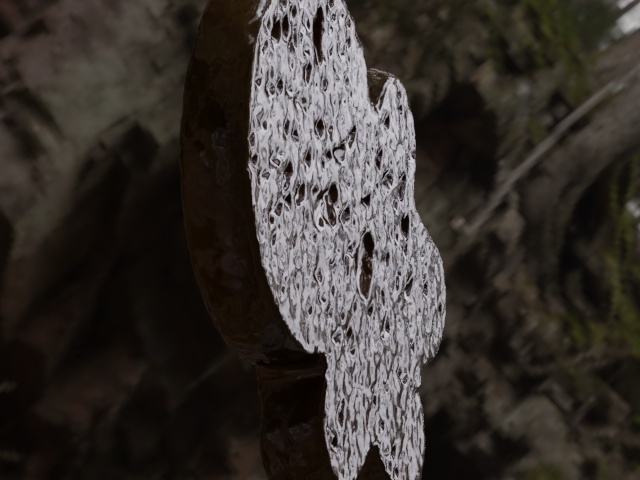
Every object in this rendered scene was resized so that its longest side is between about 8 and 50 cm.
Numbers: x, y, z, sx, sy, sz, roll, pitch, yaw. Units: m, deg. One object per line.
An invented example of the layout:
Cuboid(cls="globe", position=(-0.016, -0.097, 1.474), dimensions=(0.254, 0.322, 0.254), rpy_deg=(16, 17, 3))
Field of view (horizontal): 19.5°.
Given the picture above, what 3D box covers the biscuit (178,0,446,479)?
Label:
Cuboid(cls="biscuit", position=(0.000, 0.000, 0.673), dimensions=(0.039, 0.180, 0.236), rpy_deg=(1, -36, 19))
